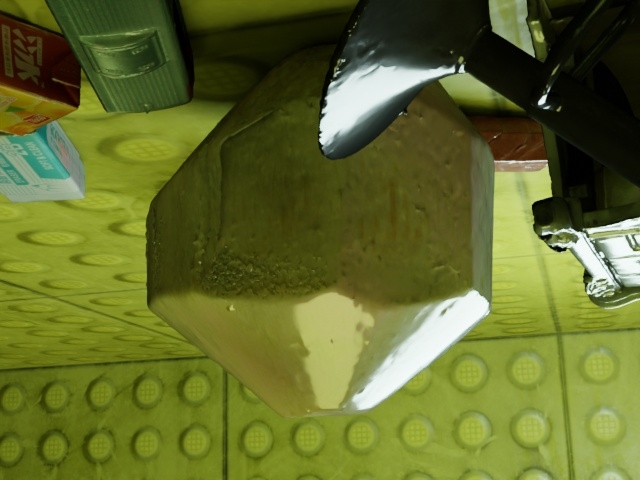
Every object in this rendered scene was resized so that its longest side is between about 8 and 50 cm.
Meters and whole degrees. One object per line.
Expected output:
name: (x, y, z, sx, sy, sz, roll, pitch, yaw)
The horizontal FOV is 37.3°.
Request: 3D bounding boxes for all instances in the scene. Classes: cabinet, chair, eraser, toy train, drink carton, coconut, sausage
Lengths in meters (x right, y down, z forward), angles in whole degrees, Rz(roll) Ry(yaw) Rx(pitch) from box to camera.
cabinet: (0.348, -0.085, 0.825, 0.290, 0.228, 0.318, -7, 165, 22)
chair: (0.217, -0.034, 0.570, 0.401, 0.226, 0.226, 38, 172, 13)
eraser: (-0.332, -0.098, 1.050, 0.095, 0.052, 0.225, -4, 165, -2)
toy train: (-0.151, -0.180, 0.689, 0.086, 0.089, 0.409, -6, 165, -3)
drink carton: (-0.319, -0.156, 0.792, 0.096, 0.071, 0.223, -15, 160, 38)
coconut: (0.000, 0.000, 0.903, 0.352, 0.353, 0.352, -1, 166, 0)
sausage: (0.173, -0.109, 1.045, 0.169, 0.065, 0.065, 1, 166, -16)
